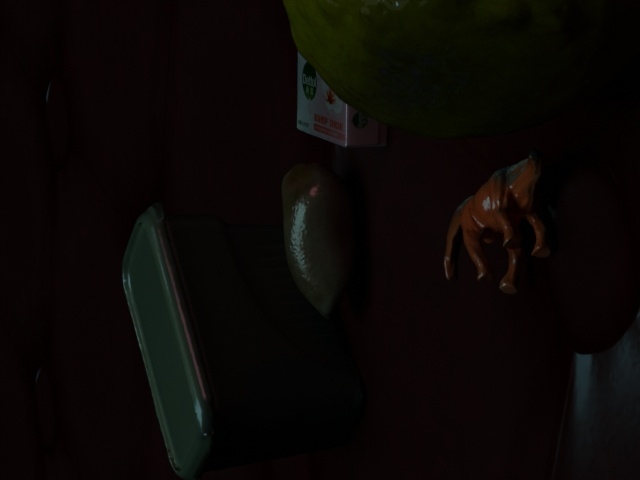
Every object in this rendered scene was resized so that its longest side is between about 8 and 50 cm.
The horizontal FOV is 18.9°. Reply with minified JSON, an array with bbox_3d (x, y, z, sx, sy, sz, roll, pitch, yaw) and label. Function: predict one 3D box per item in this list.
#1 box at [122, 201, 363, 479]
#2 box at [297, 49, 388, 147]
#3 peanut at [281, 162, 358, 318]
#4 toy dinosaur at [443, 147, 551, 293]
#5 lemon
[{"bbox_3d":[-0.080,0.094,1.914,0.138,0.178,0.274,118,142,-53],"label":"box"},{"bbox_3d":[0.020,-0.138,1.799,0.125,0.043,0.089,-155,63,-65],"label":"box"},{"bbox_3d":[0.000,0.000,1.839,0.076,0.076,0.152,-178,79,-68],"label":"peanut"},{"bbox_3d":[0.138,-0.010,1.522,0.279,0.055,0.101,123,146,-59],"label":"toy dinosaur"},{"bbox_3d":[0.104,-0.202,1.295,0.316,0.285,0.285,-87,-3,-78],"label":"lemon"}]
